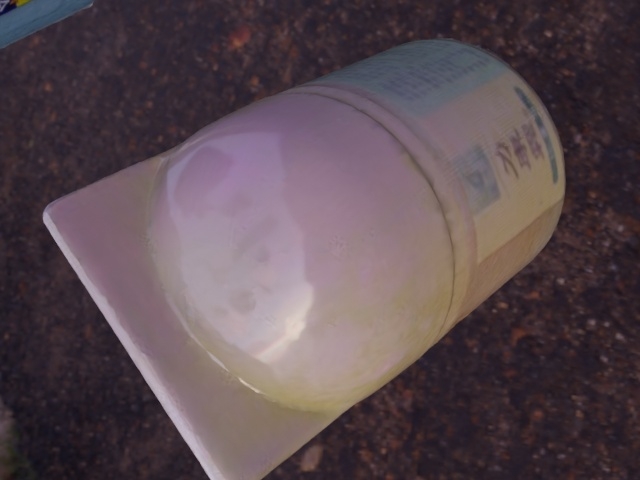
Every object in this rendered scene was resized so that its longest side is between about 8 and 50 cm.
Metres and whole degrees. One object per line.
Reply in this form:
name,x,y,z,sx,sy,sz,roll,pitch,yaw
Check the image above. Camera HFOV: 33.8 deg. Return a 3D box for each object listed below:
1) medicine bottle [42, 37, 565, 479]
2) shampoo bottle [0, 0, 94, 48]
medicine bottle,0.000,0.000,0.808,0.235,0.406,0.236,17,120,31
shampoo bottle,-0.147,-0.102,0.376,0.061,0.258,0.104,47,159,24
